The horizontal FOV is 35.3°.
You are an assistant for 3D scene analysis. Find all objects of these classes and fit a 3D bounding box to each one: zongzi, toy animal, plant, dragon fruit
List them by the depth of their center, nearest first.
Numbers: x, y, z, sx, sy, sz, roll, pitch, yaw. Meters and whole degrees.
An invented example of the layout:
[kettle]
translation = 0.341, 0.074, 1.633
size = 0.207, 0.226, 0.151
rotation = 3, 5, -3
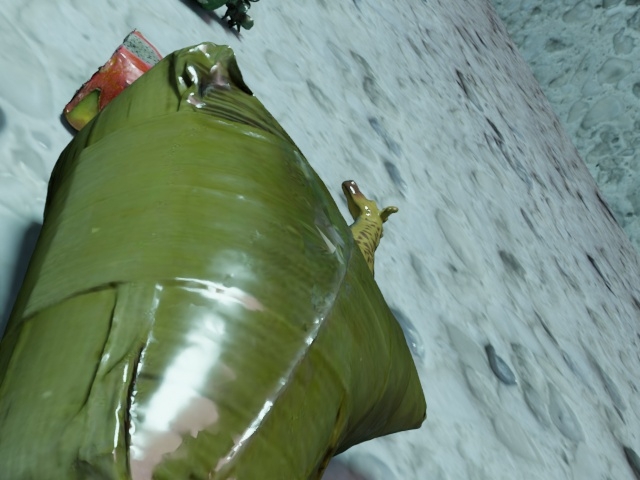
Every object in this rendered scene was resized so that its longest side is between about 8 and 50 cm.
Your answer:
[zongzi]
translation = -0.014, 0.095, 0.459
size = 0.300, 0.145, 0.274
rotation = 49, 25, -32
[dragon fruit]
translation = -0.116, -0.090, 0.628
size = 0.060, 0.056, 0.083
rotation = 47, 21, -16
[toy animal]
translation = 0.005, 0.008, 0.722
size = 0.149, 0.054, 0.275
rotation = 58, 24, 18
[plant]
translation = -0.086, -0.222, 0.904
size = 0.102, 0.051, 0.051
rotation = 37, 27, -50
